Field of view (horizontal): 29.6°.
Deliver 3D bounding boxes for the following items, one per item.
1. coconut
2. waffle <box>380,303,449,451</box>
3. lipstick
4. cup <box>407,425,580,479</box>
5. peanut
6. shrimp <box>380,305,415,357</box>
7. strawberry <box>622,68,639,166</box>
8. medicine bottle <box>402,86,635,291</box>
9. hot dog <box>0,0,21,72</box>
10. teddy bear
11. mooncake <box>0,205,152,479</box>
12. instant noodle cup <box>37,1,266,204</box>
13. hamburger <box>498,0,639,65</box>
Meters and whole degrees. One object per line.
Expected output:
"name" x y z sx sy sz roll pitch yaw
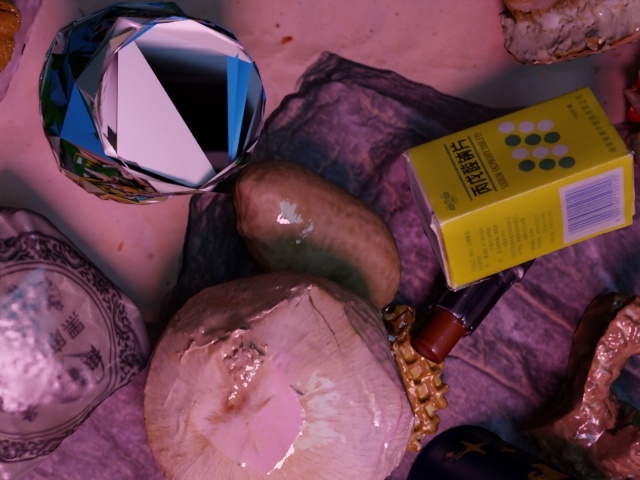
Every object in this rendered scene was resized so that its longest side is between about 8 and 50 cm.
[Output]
"coconut" -0.047 0.176 1.304 0.297 0.254 0.297 0 93 2
"waffle" 0.091 0.174 1.524 0.160 0.046 0.192 8 91 -26
"lipstick" 0.217 0.034 1.531 0.081 0.081 0.300 47 69 -22
"cup" 0.204 0.364 1.484 0.255 0.256 0.178 -25 106 -19
"peanut" 0.000 0.000 1.424 0.253 0.122 0.137 27 88 -29
"shrimp" 0.038 0.209 1.467 0.152 0.063 0.287 41 95 -12
"strawberry" 0.571 -0.174 1.610 0.343 0.292 0.292 -26 107 -39
"medicine bottle" 0.238 -0.061 1.449 0.250 0.137 0.141 -19 141 -1
"hot dog" -0.399 -0.132 1.253 0.083 0.068 0.289 31 82 -32
"teddy bear" 0.404 0.239 1.580 0.222 0.246 0.296 31 93 2
"mooncake" -0.332 0.103 1.274 0.254 0.136 0.250 -42 115 -14
"instant noodle cup" -0.172 -0.145 1.293 0.240 0.178 0.240 -3 96 -24
"hamburger" 0.378 -0.338 1.451 0.276 0.318 0.195 -18 95 -28
